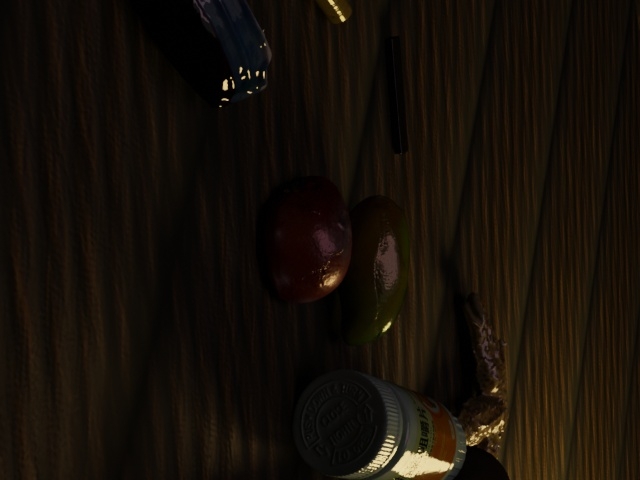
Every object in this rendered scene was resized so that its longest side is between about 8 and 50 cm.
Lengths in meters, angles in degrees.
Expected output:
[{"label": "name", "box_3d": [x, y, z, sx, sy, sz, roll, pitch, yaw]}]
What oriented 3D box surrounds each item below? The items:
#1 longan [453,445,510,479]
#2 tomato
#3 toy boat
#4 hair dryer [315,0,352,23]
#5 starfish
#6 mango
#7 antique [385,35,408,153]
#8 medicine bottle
[{"label": "longan", "box_3d": [0.231, 0.437, 2.179, 0.220, 0.197, 0.196, 41, 53, -76]}, {"label": "tomato", "box_3d": [0.000, 0.000, 1.856, 0.189, 0.099, 0.173, -40, 123, -55]}, {"label": "toy boat", "box_3d": [-0.132, -0.288, 1.579, 0.142, 0.129, 0.309, -53, 138, -25]}, {"label": "hair dryer", "box_3d": [-0.021, -0.378, 1.837, 0.278, 0.090, 0.134, 47, 50, -59]}, {"label": "starfish", "box_3d": [0.281, 0.329, 2.395, 0.324, 0.083, 0.431, 47, 53, -55]}, {"label": "mango", "box_3d": [0.072, 0.046, 1.979, 0.125, 0.111, 0.232, 14, 87, -28]}, {"label": "antique", "box_3d": [0.125, -0.238, 2.158, 0.031, 0.015, 0.192, -21, 108, -57]}, {"label": "medicine bottle", "box_3d": [0.100, 0.295, 1.984, 0.318, 0.158, 0.158, 28, 66, -59]}]
